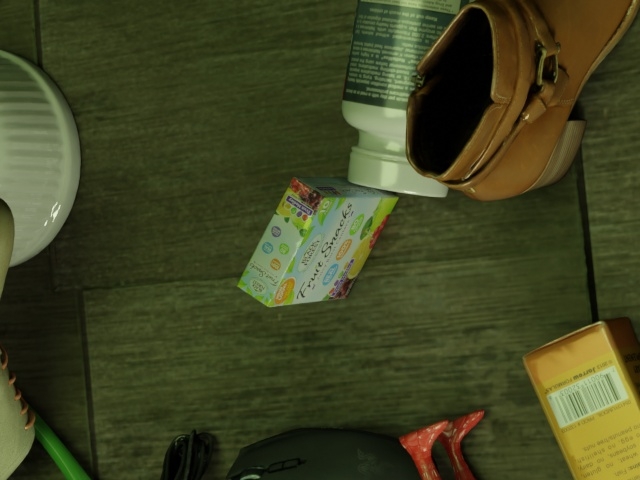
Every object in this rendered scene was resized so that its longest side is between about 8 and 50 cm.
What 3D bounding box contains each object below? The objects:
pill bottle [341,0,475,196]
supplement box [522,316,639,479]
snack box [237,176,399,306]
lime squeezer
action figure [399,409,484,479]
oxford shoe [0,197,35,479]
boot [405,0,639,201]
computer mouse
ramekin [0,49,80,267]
[{"bbox_3d":[0.073,-0.129,1.486,0.108,0.108,0.180,12,95,27],"label":"pill bottle"},{"bbox_3d":[0.238,0.178,1.423,0.080,0.078,0.233,-25,80,22],"label":"supplement box"},{"bbox_3d":[0.000,0.000,1.507,0.037,0.141,0.100,32,104,22],"label":"snack box"},{"bbox_3d":[-0.193,0.277,1.672,0.110,0.059,0.310,-30,75,58],"label":"lime squeezer"},{"bbox_3d":[0.174,0.258,1.447,0.139,0.091,0.280,-27,79,34],"label":"action figure"},{"bbox_3d":[-0.317,0.121,1.653,0.397,0.146,0.140,-67,29,30],"label":"oxford shoe"},{"bbox_3d":[0.143,-0.168,1.386,0.109,0.220,0.283,22,100,26],"label":"boot"},{"bbox_3d":[-0.042,0.226,1.526,0.262,0.060,0.184,0,52,27],"label":"computer mouse"},{"bbox_3d":[-0.330,-0.074,1.696,0.207,0.109,0.207,1,91,27],"label":"ramekin"}]
